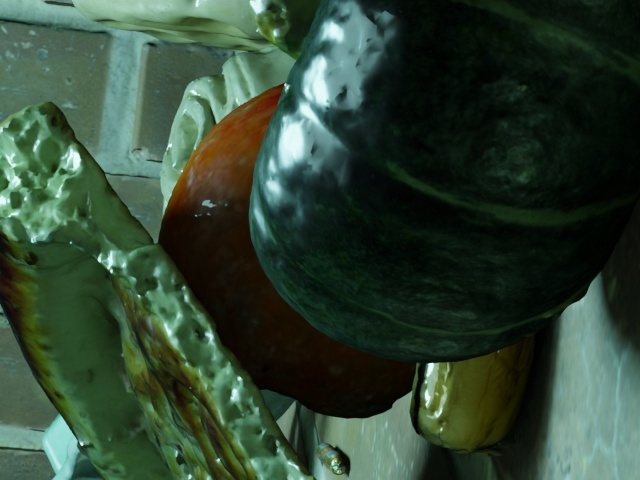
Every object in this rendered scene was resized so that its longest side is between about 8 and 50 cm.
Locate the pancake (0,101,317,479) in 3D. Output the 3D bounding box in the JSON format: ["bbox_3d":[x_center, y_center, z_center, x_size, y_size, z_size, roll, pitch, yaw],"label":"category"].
[{"bbox_3d":[-0.066,0.130,1.009,0.305,0.067,0.427,49,162,32],"label":"pancake"}]

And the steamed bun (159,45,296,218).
[{"bbox_3d":[-0.039,-0.035,1.296,0.218,0.144,0.211,-19,63,53],"label":"steamed bun"}]

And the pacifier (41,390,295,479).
[{"bbox_3d":[-0.099,0.214,1.632,0.269,0.288,0.343,60,138,17],"label":"pacifier"}]

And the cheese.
[{"bbox_3d":[-0.068,-0.192,1.401,0.235,0.218,0.117,-178,99,-70],"label":"cheese"}]

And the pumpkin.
[{"bbox_3d":[0.046,-0.058,0.711,0.211,0.152,0.212,-170,90,-80],"label":"pumpkin"}]

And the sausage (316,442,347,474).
[{"bbox_3d":[0.008,0.159,1.435,0.100,0.015,0.015,-171,87,-83],"label":"sausage"}]

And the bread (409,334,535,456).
[{"bbox_3d":[0.071,0.041,0.861,0.072,0.053,0.106,7,-88,-73],"label":"bread"}]

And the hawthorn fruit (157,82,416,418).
[{"bbox_3d":[0.000,0.000,1.012,0.173,0.173,0.173,-174,90,-83],"label":"hawthorn fruit"}]
